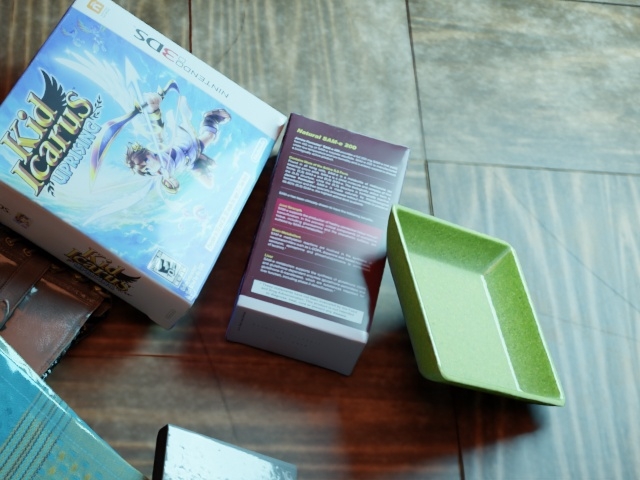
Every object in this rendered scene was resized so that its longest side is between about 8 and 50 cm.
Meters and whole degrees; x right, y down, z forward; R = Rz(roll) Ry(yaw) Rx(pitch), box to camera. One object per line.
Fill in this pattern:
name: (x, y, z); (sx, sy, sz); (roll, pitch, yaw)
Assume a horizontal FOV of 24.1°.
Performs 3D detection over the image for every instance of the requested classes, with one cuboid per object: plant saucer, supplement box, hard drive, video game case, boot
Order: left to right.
boot: (-0.296, 0.010, 1.397); (0.229, 0.091, 0.263); (29, 59, -1)
video game case: (-0.185, -0.086, 1.434); (0.244, 0.061, 0.269); (32, 48, -10)
hard drive: (-0.083, 0.223, 1.306); (0.135, 0.022, 0.094); (23, 52, -27)
supplement box: (0.000, 0.000, 1.469); (0.130, 0.073, 0.239); (17, 56, -3)
plant saucer: (0.138, 0.073, 1.433); (0.188, 0.045, 0.188); (16, 48, -42)

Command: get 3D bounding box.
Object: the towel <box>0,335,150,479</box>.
towel: (-0.290, 0.272, 1.156); (0.271, 0.040, 0.370); (49, 51, -22)
